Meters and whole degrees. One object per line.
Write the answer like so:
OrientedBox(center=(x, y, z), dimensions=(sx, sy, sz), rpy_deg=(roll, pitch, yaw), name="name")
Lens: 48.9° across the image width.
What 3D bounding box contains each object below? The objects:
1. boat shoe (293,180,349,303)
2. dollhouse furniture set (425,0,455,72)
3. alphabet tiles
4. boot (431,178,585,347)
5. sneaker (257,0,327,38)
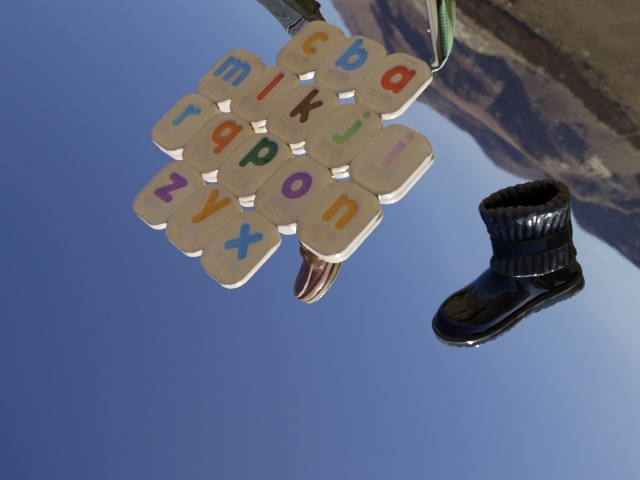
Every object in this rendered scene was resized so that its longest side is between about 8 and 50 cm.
OrientedBox(center=(0.000, 0.000, 0.864), dimensions=(0.060, 0.178, 0.064), rpy_deg=(15, -148, -19), name="boat shoe")
OrientedBox(center=(0.086, -0.190, 0.436), dimensions=(0.076, 0.058, 0.152), rpy_deg=(-80, -21, -53), name="dollhouse furniture set")
OrientedBox(center=(-0.039, -0.092, 0.671), dimensions=(0.284, 0.278, 0.021), rpy_deg=(33, 166, 35), name="alphabet tiles")
OrientedBox(center=(0.352, 0.044, 1.408), dimensions=(0.260, 0.347, 0.131), rpy_deg=(61, -178, -36), name="boot")
OrientedBox(center=(-0.035, -0.435, 1.225), dimensions=(0.227, 0.130, 0.087), rpy_deg=(41, 160, -20), name="sneaker")
